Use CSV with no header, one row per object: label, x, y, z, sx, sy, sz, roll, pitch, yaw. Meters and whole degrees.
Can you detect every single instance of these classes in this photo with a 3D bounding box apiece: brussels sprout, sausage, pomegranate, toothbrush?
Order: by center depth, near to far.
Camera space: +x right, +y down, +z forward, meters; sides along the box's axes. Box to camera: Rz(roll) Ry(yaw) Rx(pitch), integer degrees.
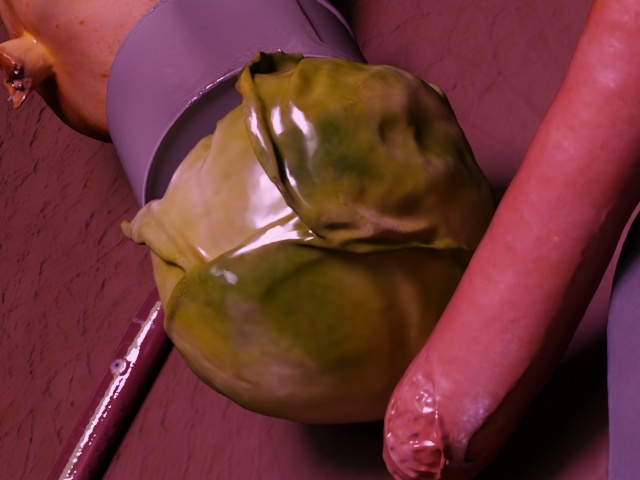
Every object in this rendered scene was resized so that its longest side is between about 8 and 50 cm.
sausage,0.151,-0.004,1.068,0.094,0.094,0.419,-92,25,-67
brussels sprout,0.002,0.000,1.195,0.259,0.294,0.227,-34,31,17
toothbrush,-0.156,0.091,1.455,0.041,0.041,0.364,14,71,47
pomegranate,-0.161,-0.221,1.491,0.319,0.319,0.319,-24,47,29

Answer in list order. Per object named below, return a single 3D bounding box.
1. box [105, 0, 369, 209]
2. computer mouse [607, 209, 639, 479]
box,-0.054,-0.092,1.350,0.226,0.226,0.149,-41,41,12
computer mouse,0.267,0.093,0.982,0.188,0.122,0.371,-28,36,44
